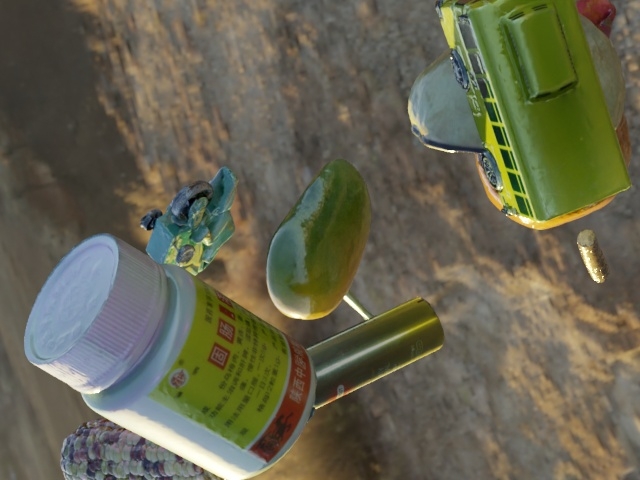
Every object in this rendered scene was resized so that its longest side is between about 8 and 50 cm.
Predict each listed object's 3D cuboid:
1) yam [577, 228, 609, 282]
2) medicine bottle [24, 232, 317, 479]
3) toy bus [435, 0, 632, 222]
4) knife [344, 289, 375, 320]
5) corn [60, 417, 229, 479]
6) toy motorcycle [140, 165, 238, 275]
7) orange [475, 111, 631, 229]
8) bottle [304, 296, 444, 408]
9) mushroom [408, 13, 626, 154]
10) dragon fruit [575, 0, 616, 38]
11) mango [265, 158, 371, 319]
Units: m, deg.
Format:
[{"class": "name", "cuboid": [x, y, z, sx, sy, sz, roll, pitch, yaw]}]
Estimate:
[{"class": "yam", "cuboid": [0.376, 0.021, 1.613, 0.032, 0.032, 0.145, 60, -174, 28]}, {"class": "medicine bottle", "cuboid": [-0.123, 0.100, 0.987, 0.225, 0.139, 0.139, 36, 180, -33]}, {"class": "toy bus", "cuboid": [0.232, -0.161, 1.271, 0.150, 0.128, 0.262, -137, 26, -77]}, {"class": "knife", "cuboid": [0.094, 0.148, 2.307, 0.043, 0.020, 0.293, 29, 169, 35]}, {"class": "corn", "cuboid": [-0.201, 0.249, 1.349, 0.281, 0.092, 0.092, -11, 98, 44]}, {"class": "toy motorcycle", "cuboid": [-0.225, -0.012, 2.105, 0.109, 0.198, 0.296, 47, 140, 19]}, {"class": "orange", "cuboid": [0.313, -0.132, 1.691, 0.249, 0.183, 0.248, 16, 111, 51]}, {"class": "bottle", "cuboid": [0.032, 0.168, 1.605, 0.082, 0.286, 0.082, 52, 155, 36]}, {"class": "mushroom", "cuboid": [0.236, -0.208, 1.464, 0.267, 0.190, 0.164, 12, 117, 34]}, {"class": "dragon fruit", "cuboid": [0.395, -0.326, 1.998, 0.126, 0.161, 0.274, 44, 143, 18]}, {"class": "mango", "cuboid": [0.000, 0.000, 1.774, 0.114, 0.251, 0.156, -1, 151, 48]}]
